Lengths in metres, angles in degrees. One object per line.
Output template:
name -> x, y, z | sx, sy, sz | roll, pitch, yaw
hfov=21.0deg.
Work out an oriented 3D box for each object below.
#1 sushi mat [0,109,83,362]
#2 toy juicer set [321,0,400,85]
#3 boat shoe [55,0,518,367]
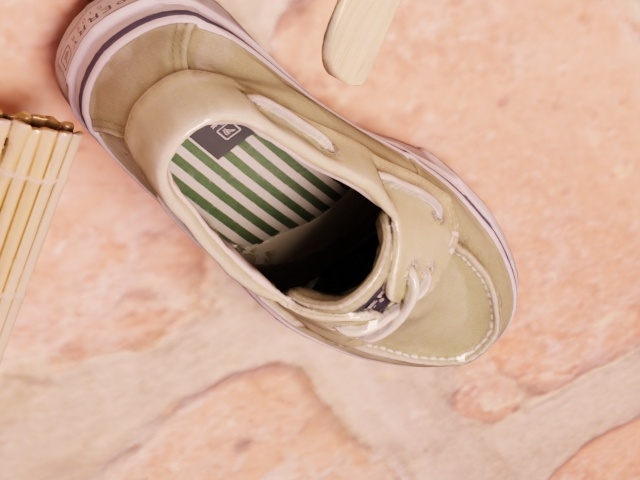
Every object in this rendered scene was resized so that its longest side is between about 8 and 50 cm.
sushi mat -> -0.215, 0.061, 0.735 | 0.151, 0.019, 0.316 | 7, 130, -25
toy juicer set -> -0.038, -0.213, 0.531 | 0.209, 0.089, 0.329 | -50, 132, 8
boat shoe -> 0.000, 0.000, 0.755 | 0.109, 0.094, 0.302 | -41, 138, 14
